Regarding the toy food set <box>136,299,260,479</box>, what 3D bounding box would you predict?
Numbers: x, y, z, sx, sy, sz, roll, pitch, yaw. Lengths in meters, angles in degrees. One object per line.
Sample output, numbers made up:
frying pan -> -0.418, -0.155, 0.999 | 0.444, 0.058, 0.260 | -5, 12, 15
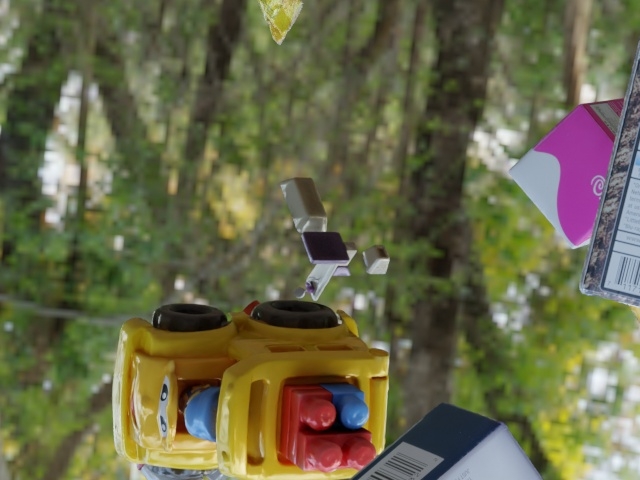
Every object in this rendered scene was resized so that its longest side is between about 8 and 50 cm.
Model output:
toy food set -> -0.108, 0.162, 1.709 | 0.104, 0.232, 0.111 | 46, 175, 13

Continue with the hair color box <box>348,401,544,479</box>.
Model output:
hair color box -> 0.130, 0.297, 1.187 | 0.174, 0.347, 0.105 | -38, -166, -13

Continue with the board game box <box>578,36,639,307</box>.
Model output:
board game box -> 0.302, -0.088, 1.063 | 0.232, 0.291, 0.141 | 14, -171, 9

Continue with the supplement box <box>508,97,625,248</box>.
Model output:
supplement box -> 0.308, -0.077, 1.909 | 0.114, 0.111, 0.220 | 53, -154, 14

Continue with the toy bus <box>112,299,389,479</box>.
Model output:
toy bus -> -0.046, 0.143, 1.496 | 0.220, 0.149, 0.211 | 0, -169, -19

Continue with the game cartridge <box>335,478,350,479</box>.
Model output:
game cartridge -> 0.042, 0.330, 2.241 | 0.198, 0.062, 0.297 | -7, 170, -11

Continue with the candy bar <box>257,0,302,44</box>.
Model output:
candy bar -> -0.044, -0.209, 1.256 | 0.018, 0.040, 0.161 | 3, -130, -28

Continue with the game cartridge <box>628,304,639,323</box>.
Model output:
game cartridge -> 0.362, -0.004, 1.650 | 0.053, 0.285, 0.323 | -11, -142, 36

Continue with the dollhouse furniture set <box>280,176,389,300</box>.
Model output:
dollhouse furniture set -> 0.000, 0.000, 1.769 | 0.091, 0.081, 0.114 | 0, -128, -30
